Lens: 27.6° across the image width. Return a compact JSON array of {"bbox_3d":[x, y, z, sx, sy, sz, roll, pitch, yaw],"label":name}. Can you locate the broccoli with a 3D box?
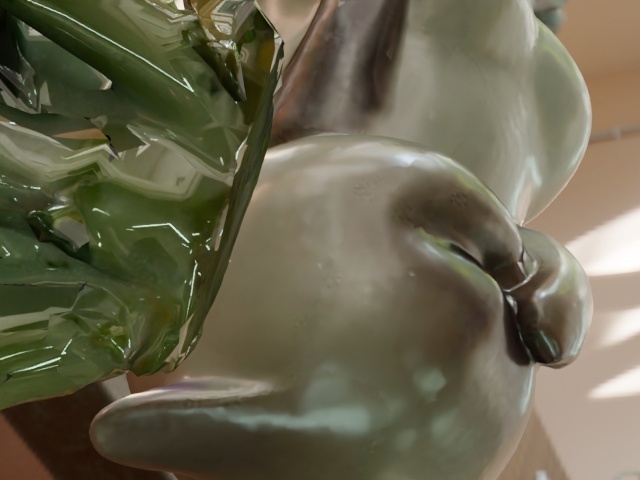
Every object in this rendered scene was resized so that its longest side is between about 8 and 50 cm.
[{"bbox_3d":[-0.159,-0.041,0.388,0.304,0.283,0.321,-79,-175,-77],"label":"broccoli"}]

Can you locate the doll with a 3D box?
[{"bbox_3d":[0.026,-0.016,0.666,0.215,0.225,0.370,62,23,-44],"label":"doll"}]
